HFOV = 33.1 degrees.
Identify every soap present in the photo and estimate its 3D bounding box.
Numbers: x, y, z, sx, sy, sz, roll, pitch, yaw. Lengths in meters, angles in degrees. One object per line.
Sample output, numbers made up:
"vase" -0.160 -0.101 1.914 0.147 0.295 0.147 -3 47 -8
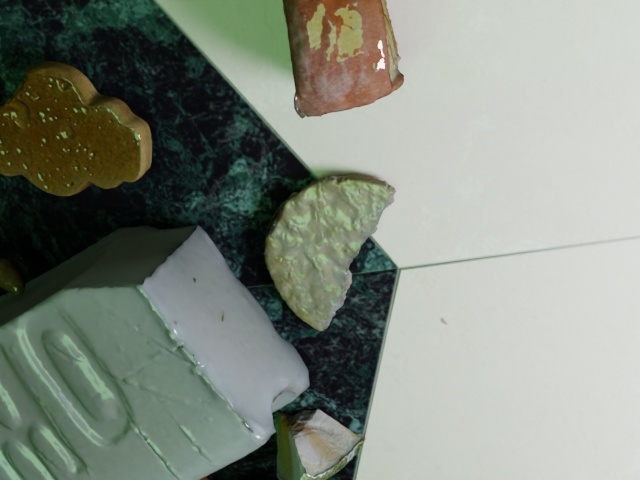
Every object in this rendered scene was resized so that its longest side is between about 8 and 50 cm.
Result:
"soap" -0.284 0.186 1.490 0.435 0.213 0.350 -29 97 28

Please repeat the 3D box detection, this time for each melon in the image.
"melon" -0.003 0.293 1.531 0.139 0.202 0.093 -12 96 -11

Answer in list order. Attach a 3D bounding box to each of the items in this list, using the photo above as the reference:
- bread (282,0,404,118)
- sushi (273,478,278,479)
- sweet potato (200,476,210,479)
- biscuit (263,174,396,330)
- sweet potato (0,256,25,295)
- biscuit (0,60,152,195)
"bread" 0.016 -0.255 1.175 0.123 0.190 0.244 -9 111 10
"sushi" -0.057 0.481 1.587 0.238 0.225 0.219 7 139 40
"sweet potato" -0.220 0.353 1.672 0.056 0.056 0.195 -36 97 32
"biscuit" -0.004 0.001 1.407 0.133 0.032 0.250 27 124 4
"sweet potato" -0.519 0.016 1.567 0.269 0.075 0.075 28 125 22
"biscuit" -0.375 -0.144 1.455 0.320 0.047 0.183 -10 112 24
